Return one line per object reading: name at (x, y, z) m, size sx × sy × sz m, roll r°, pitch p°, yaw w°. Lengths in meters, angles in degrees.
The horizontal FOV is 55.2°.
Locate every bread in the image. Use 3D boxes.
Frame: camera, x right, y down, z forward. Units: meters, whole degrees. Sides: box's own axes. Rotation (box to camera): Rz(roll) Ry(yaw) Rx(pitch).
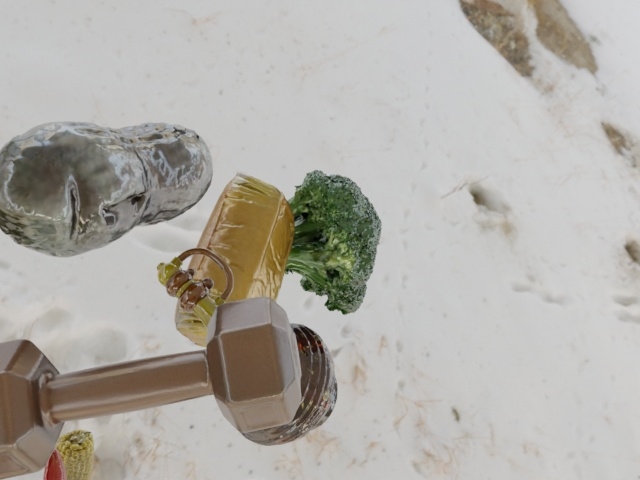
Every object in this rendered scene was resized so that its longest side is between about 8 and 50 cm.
bread at (-0.132, 0.037, 1.001) m, size 0.119 × 0.152 × 0.288 m, roll 9°, pitch 63°, yaw 15°

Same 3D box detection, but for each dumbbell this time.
dumbbell at (-0.129, 0.100, 0.425) m, size 0.231 × 0.092 × 0.082 m, roll -10°, pitch 52°, yaw -4°

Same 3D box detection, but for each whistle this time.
whistle at (-0.113, 0.051, 0.598) m, size 0.109 × 0.057 × 0.046 m, roll 46°, pitch 18°, yaw 11°

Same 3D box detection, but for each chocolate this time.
chocolate at (-0.182, -0.053, 0.537) m, size 0.110 × 0.110 × 0.248 m, roll 52°, pitch 22°, yaw 6°

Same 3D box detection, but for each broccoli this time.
broccoli at (0.000, 0.000, 1.176) m, size 0.245 × 0.294 × 0.265 m, roll -17°, pitch 36°, yaw 4°

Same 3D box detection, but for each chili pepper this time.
chili pepper at (-0.613, 0.604, 1.384) m, size 0.071 × 0.063 × 0.272 m, roll 21°, pitch 75°, yaw -55°

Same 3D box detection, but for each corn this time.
corn at (-0.645, 0.599, 1.586) m, size 0.102 × 0.310 × 0.101 m, roll 15°, pitch 31°, yaw -9°

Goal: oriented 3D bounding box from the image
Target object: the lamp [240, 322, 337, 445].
lamp at (-0.085, 0.270, 1.175) m, size 0.247 × 0.247 × 0.246 m, roll 16°, pitch 54°, yaw -24°
